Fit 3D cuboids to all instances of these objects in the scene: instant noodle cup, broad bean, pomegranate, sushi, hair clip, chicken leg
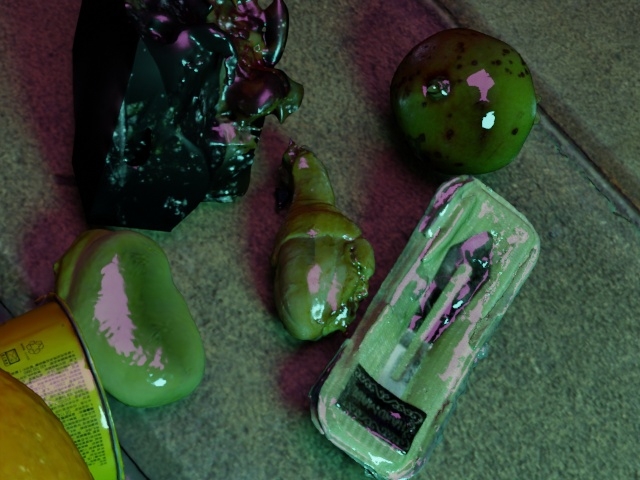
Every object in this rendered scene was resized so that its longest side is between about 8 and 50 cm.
[{"bbox_3d":[-0.260,0.149,1.221,0.144,0.182,0.182,-17,67,-19],"label":"instant noodle cup"},{"bbox_3d":[-0.176,0.068,1.352,0.124,0.082,0.174,-10,63,-28],"label":"broad bean"},{"bbox_3d":[0.165,-0.147,1.590,0.205,0.159,0.159,4,55,-51],"label":"pomegranate"},{"bbox_3d":[-0.131,-0.158,1.454,0.212,0.215,0.227,7,37,-23],"label":"sushi"},{"bbox_3d":[0.097,0.088,1.447,0.138,0.091,0.321,38,65,-8],"label":"hair clip"},{"bbox_3d":[0.000,0.000,1.470,0.103,0.088,0.227,4,52,-8],"label":"chicken leg"}]

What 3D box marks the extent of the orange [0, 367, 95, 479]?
[{"bbox_3d":[-0.334,0.242,0.990,0.424,0.424,0.326,37,28,3],"label":"orange"}]
